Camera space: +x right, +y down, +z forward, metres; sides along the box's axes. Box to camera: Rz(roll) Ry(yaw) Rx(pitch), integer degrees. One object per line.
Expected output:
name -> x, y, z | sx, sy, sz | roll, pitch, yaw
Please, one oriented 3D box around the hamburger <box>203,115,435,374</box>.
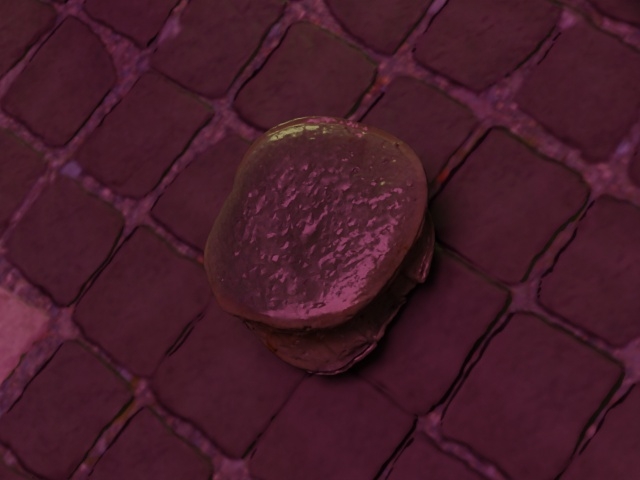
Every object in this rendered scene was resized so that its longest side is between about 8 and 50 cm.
hamburger -> 0.000, 0.000, 0.987 | 0.133, 0.062, 0.140 | 21, 76, 29
